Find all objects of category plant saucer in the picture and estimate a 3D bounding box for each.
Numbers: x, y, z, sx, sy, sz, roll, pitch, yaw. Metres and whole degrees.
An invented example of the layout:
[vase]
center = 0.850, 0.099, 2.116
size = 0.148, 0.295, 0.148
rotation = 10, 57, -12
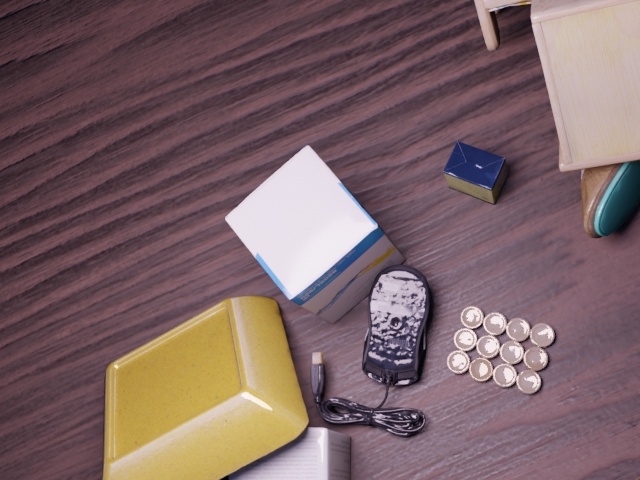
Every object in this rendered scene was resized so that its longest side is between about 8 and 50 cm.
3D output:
[plant saucer]
center = -0.204, 0.230, 1.383
size = 0.333, 0.081, 0.333
rotation = -29, 32, 5

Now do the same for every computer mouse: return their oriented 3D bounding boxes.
[computer mouse]
center = 0.079, 0.168, 1.436
size = 0.184, 0.060, 0.262
rotation = 2, 87, 11

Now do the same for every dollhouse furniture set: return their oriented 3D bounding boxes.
[dollhouse furniture set]
center = 0.425, -0.328, 1.370
size = 0.362, 0.256, 0.394
rotation = -8, 37, 21

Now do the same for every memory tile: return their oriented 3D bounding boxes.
[memory tile]
center = 0.276, 0.168, 1.405
size = 0.148, 0.012, 0.113
rotation = 14, 79, 18

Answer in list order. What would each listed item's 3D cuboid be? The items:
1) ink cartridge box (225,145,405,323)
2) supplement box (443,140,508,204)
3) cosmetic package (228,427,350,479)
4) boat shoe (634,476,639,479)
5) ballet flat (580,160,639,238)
[ink cartridge box]
center = 0.000, 0.000, 1.409
size = 0.168, 0.233, 0.171
rotation = -41, 69, 3
[supplement box]
center = 0.247, -0.106, 1.452
size = 0.083, 0.083, 0.056
rotation = 23, 82, 20
[cosmetic package]
center = -0.043, 0.376, 1.356
size = 0.151, 0.151, 0.183
rotation = -4, 73, 15
[boat shoe]
center = 0.556, 0.351, 1.227
size = 0.307, 0.104, 0.110
rotation = -7, 73, 13
[ballet flat]
center = 0.475, -0.158, 1.403
size = 0.124, 0.116, 0.342
rotation = 32, 84, 41
